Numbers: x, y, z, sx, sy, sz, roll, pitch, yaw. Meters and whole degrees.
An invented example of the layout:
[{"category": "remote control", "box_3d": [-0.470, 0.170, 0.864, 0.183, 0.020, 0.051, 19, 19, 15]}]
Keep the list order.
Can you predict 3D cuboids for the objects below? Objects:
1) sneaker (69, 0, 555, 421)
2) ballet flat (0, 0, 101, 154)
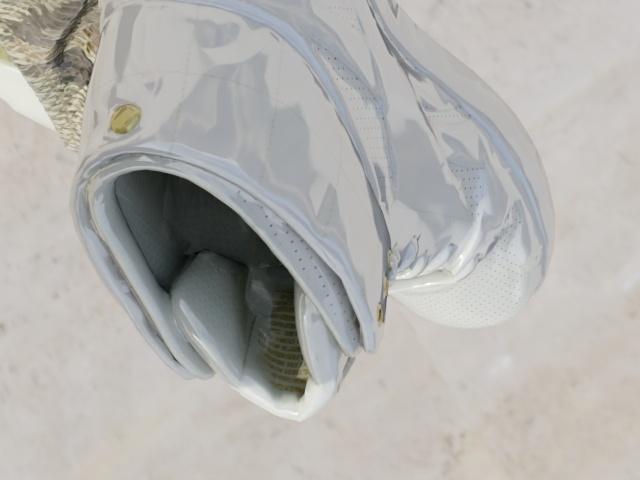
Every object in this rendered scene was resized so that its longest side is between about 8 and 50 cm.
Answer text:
[{"category": "sneaker", "box_3d": [0.000, 0.000, 0.706, 0.108, 0.169, 0.292, -11, 146, 26]}, {"category": "ballet flat", "box_3d": [-0.127, -0.139, 0.945, 0.182, 0.164, 0.483, 5, 167, 8]}]
